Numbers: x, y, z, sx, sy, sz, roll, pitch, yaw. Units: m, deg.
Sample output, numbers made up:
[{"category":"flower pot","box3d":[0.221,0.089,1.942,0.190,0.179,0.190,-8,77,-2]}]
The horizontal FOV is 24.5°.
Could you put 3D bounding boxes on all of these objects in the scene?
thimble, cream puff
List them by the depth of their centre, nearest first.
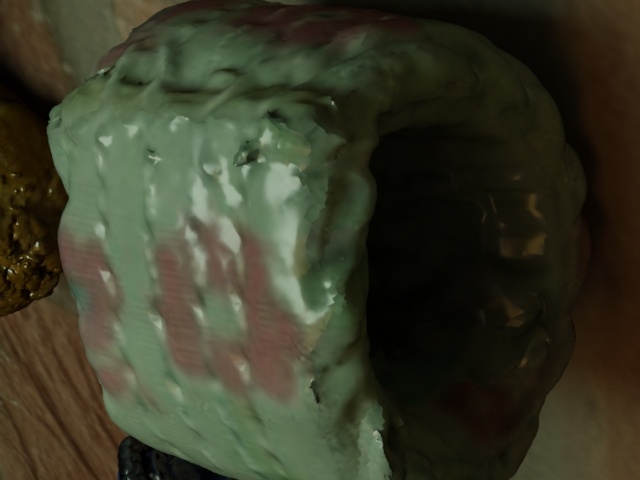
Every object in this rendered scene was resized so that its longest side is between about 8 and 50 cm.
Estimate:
[{"category":"thimble","box3d":[0.000,0.000,0.566,0.149,0.185,0.211,11,155,37]},{"category":"cream puff","box3d":[-0.205,-0.023,0.790,0.165,0.115,0.150,23,141,23]}]

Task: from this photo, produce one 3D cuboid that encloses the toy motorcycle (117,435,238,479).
[{"category":"toy motorcycle","box3d":[-0.054,0.180,0.854,0.076,0.114,0.205,-29,110,13]}]
